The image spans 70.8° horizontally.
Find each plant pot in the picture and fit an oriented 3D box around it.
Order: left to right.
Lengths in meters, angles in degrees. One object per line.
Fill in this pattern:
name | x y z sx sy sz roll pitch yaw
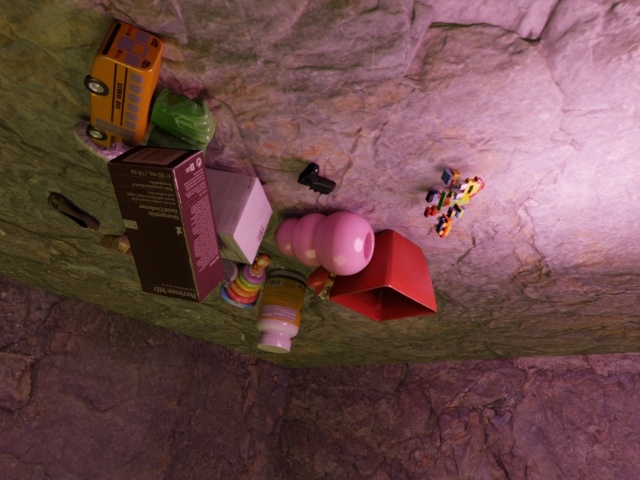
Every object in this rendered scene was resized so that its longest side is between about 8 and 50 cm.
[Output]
plant pot | 0.225 0.117 1.565 0.267 0.235 0.267 30 147 -34

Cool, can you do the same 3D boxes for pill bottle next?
pill bottle | -0.176 0.313 1.980 0.188 0.333 0.188 8 154 4

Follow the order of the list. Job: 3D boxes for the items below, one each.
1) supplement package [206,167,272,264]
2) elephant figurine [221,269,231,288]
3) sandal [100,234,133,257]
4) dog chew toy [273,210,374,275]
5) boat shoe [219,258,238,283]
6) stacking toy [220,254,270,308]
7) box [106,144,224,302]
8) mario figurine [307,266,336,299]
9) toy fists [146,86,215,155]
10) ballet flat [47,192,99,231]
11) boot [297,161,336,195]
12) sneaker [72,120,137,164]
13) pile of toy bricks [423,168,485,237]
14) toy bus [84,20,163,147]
supplement package | -0.316 -0.079 1.357 0.263 0.199 0.198 12 156 14
elephant figurine | -0.470 0.079 1.791 0.170 0.186 0.239 -14 143 -2
sandal | -0.823 0.013 1.869 0.240 0.088 0.079 8 160 14
dog chew toy | 0.000 0.000 1.461 0.332 0.206 0.206 7 155 23
boat shoe | -0.477 0.130 1.987 0.335 0.121 0.119 5 164 33
stacking toy | -0.296 0.153 1.945 0.175 0.165 0.302 24 136 -20
box | -0.386 -0.039 1.161 0.191 0.143 0.381 7 123 17
mario figurine | 0.098 0.200 1.840 0.321 0.170 0.198 9 120 -17
toy fists | -0.345 -0.271 1.136 0.142 0.096 0.279 28 151 -15
ballet flat | -0.948 -0.093 1.727 0.084 0.058 0.250 3 153 14
boot | -0.001 -0.171 1.274 0.099 0.045 0.121 22 159 -19
sneaker | -0.596 -0.246 1.275 0.115 0.090 0.232 -9 148 40
pile of toy bricks | 0.371 -0.115 1.229 0.105 0.118 0.212 -13 142 -19
toy bus | -0.453 -0.332 1.030 0.130 0.108 0.333 17 152 -19
